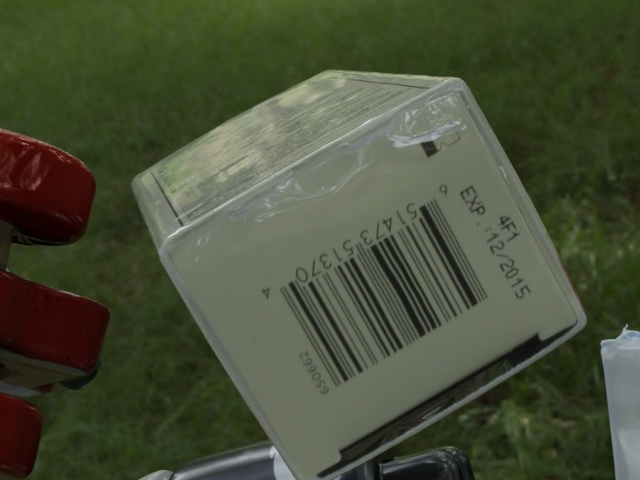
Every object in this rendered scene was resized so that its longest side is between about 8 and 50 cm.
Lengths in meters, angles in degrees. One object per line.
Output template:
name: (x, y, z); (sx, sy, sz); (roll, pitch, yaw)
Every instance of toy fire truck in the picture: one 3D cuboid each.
toy fire truck: (-0.273, 0.032, 0.735); (0.302, 0.169, 0.254); (16, -17, -22)

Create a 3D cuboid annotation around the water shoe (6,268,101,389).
water shoe: (-0.266, 0.064, 1.101); (0.203, 0.080, 0.073); (32, 74, 33)

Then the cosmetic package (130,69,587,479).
cosmetic package: (0.000, 0.000, 0.691); (0.153, 0.129, 0.296); (-30, 12, -3)

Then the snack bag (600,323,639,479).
snack bag: (0.390, 0.227, 1.019); (0.323, 0.342, 0.037); (-5, 0, 15)

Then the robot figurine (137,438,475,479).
robot figurine: (-0.023, 0.226, 0.929); (0.278, 0.209, 0.173); (-16, 43, 10)
